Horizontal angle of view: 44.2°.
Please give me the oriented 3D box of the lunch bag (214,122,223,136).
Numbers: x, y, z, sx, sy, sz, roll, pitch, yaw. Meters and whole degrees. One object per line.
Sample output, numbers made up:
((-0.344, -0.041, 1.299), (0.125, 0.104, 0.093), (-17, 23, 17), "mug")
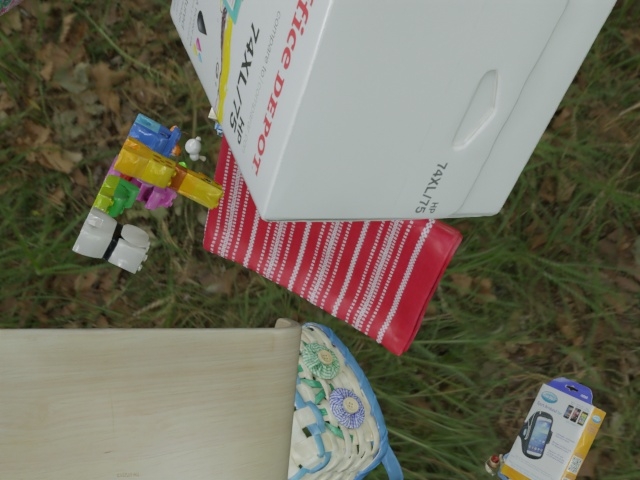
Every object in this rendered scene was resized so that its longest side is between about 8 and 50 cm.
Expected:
((-0.109, -0.183, 1.127), (0.083, 0.053, 0.071), (2, 70, -11), "lunch bag")

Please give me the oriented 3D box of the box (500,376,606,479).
((0.274, 0.230, 0.920), (0.028, 0.081, 0.136), (32, 84, -32), "box")

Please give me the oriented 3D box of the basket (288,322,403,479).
((-0.006, 0.250, 1.114), (0.201, 0.289, 0.255), (-39, 66, 18), "basket")

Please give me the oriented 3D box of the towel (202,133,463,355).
((0.000, 0.000, 0.846), (0.274, 0.199, 0.031), (28, 45, 9), "towel")

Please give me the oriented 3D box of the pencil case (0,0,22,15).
((-0.395, -0.392, 1.047), (0.124, 0.124, 0.284), (26, 45, 4), "pencil case")

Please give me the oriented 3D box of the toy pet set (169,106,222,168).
((-0.118, -0.120, 0.961), (0.122, 0.065, 0.114), (16, 84, 30), "toy pet set")

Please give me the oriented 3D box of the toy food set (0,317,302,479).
((-0.145, 0.158, 0.503), (0.306, 0.092, 0.220), (5, 92, -39), "toy food set")

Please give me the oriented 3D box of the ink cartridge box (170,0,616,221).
((0.029, -0.173, 0.570), (0.197, 0.198, 0.270), (-2, 44, -27), "ink cartridge box")

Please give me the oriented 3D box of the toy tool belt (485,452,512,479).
((0.306, 0.362, 1.257), (0.052, 0.051, 0.083), (-21, 45, -34), "toy tool belt")

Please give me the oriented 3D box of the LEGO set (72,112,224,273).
((-0.142, -0.046, 0.702), (0.093, 0.227, 0.087), (27, 106, -16), "LEGO set")
